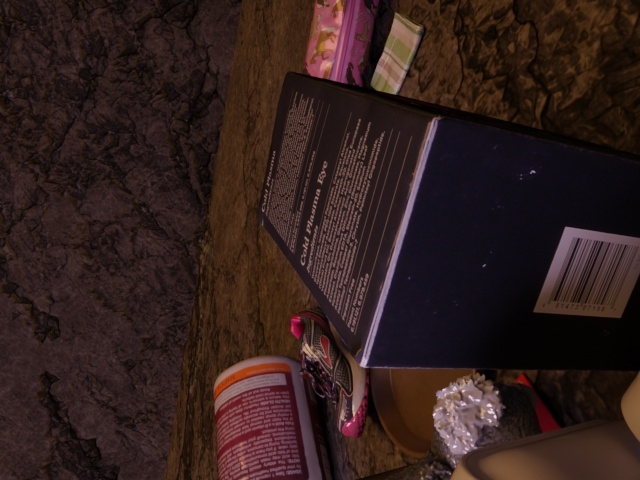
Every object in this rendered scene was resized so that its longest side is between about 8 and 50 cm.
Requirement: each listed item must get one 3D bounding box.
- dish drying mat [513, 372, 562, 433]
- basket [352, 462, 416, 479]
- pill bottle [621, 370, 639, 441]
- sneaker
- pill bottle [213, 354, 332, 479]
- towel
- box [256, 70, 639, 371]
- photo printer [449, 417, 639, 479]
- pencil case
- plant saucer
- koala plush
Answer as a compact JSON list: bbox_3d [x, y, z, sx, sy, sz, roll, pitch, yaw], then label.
[{"bbox_3d":[0.253,0.199,0.628,0.083,0.008,0.032,-113,37,-51],"label":"dish drying mat"},{"bbox_3d":[0.099,0.410,0.745,0.227,0.154,0.204,-55,33,40],"label":"basket"},{"bbox_3d":[0.323,0.042,0.341,0.152,0.152,0.272,-118,41,-54],"label":"pill bottle"},{"bbox_3d":[0.017,0.239,0.986,0.299,0.112,0.121,-113,23,-59],"label":"sneaker"},{"bbox_3d":[-0.094,0.454,1.071,0.392,0.224,0.224,-104,32,-42],"label":"pill bottle"},{"bbox_3d":[0.144,-0.356,1.039,0.113,0.023,0.152,-113,38,-51],"label":"towel"},{"bbox_3d":[0.147,-0.032,0.526,0.312,0.343,0.179,-135,55,-61],"label":"box"},{"bbox_3d":[0.183,0.270,0.388,0.107,0.307,0.256,5,86,49],"label":"photo printer"},{"bbox_3d":[0.041,-0.412,1.128,0.167,0.160,0.386,16,98,37],"label":"pencil case"},{"bbox_3d":[0.157,0.184,0.813,0.278,0.041,0.278,-173,90,-66],"label":"plant saucer"},{"bbox_3d":[0.159,0.247,0.562,0.203,0.196,0.221,17,89,45],"label":"koala plush"}]
